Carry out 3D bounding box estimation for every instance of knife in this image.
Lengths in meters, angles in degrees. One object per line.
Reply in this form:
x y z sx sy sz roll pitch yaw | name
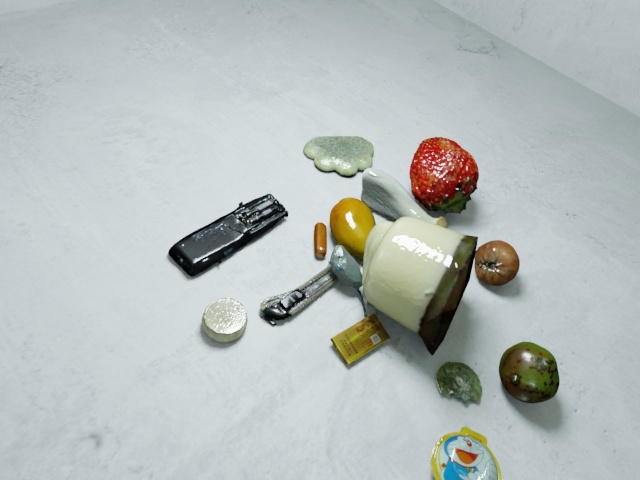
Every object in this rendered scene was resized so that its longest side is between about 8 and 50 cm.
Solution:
-0.025 0.130 1.430 0.365 0.043 0.089 -31 68 -34 | knife

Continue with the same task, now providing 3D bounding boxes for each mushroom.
0.276 -0.111 1.635 0.328 0.159 0.122 38 92 16 | mushroom

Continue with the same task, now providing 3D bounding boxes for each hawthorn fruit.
0.582 0.059 1.560 0.189 0.149 0.149 -35 64 -29 | hawthorn fruit

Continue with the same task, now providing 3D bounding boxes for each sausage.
0.000 0.000 1.547 0.039 0.041 0.131 20 45 -24 | sausage

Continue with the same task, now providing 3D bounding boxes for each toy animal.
0.094 0.133 1.428 0.079 0.070 0.253 -20 82 -12 | toy animal

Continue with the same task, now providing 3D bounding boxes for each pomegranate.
0.574 0.354 1.314 0.205 0.159 0.159 -7 47 -50 | pomegranate

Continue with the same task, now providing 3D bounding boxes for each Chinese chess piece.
-0.257 0.214 1.301 0.122 0.051 0.122 8 47 -8 | Chinese chess piece

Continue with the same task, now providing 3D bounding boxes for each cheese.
0.331 0.563 1.120 0.176 0.069 0.270 26 50 10 | cheese

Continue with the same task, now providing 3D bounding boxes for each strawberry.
0.422 -0.240 1.704 0.238 0.250 0.289 -4 67 -18 | strawberry

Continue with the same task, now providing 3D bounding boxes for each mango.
0.109 -0.038 1.553 0.151 0.120 0.221 -4 59 -18 | mango

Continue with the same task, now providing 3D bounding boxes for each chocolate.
0.253 0.100 1.358 0.296 0.314 0.326 17 50 12 | chocolate

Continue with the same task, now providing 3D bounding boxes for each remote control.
-0.271 -0.031 1.499 0.144 0.062 0.398 40 53 20 | remote control

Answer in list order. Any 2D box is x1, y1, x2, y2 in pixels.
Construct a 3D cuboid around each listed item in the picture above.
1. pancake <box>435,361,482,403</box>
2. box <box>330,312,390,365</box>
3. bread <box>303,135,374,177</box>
0.378 0.384 1.316 0.129 0.023 0.116 20 46 5 | pancake
0.111 0.272 1.340 0.156 0.022 0.089 -26 75 -29 | box
0.087 -0.323 1.837 0.286 0.056 0.207 -8 51 -17 | bread
